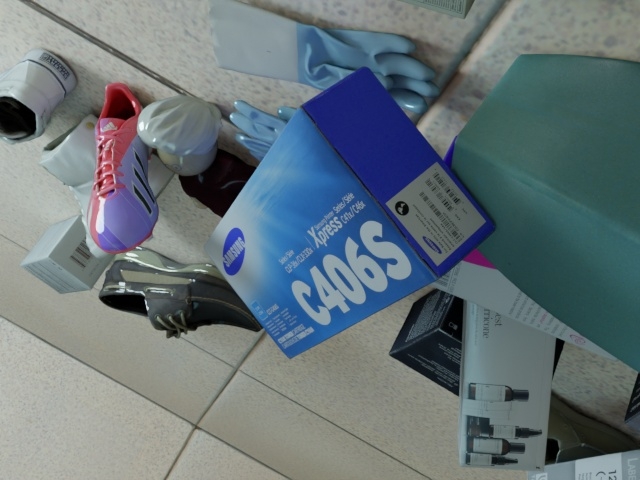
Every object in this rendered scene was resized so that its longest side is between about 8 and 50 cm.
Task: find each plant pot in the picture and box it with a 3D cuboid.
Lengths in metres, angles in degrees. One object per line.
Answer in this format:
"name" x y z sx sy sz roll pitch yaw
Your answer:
"plant pot" 0.223 -0.029 0.560 0.234 0.165 0.165 29 155 20

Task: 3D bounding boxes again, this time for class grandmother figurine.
"grandmother figurine" -0.100 -0.047 0.920 0.208 0.104 0.342 -2 144 33

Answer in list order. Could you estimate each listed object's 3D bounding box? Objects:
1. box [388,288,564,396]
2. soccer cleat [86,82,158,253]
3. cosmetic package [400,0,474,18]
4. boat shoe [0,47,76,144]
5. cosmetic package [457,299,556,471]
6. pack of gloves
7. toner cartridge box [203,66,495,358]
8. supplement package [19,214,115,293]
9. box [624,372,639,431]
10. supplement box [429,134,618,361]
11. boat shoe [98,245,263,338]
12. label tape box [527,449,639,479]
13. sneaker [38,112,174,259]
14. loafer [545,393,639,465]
"box" 0.197 0.133 0.949 0.156 0.093 0.158 32 153 -6
"soccer cleat" -0.232 -0.085 0.849 0.083 0.248 0.095 -12 132 3
"cosmetic package" 0.060 -0.207 0.530 0.115 0.041 0.060 22 154 14
"boat shoe" -0.414 -0.174 1.012 0.096 0.088 0.268 43 151 -27
"cosmetic package" 0.207 0.143 0.827 0.099 0.060 0.239 0 111 7
"pack of gloves" 0.009 -0.139 0.727 0.232 0.046 0.195 19 139 17
"toner cartridge box" 0.000 0.000 0.697 0.165 0.075 0.348 53 153 3
"supplement package" -0.487 0.031 1.436 0.105 0.105 0.179 42 152 -26
"box" 0.438 0.141 0.666 0.247 0.142 0.163 23 154 12
"supplement box" 0.203 0.007 0.695 0.220 0.114 0.111 24 153 14
"boat shoe" -0.248 0.115 1.320 0.356 0.130 0.132 12 149 32
"label tape box" 0.480 0.356 0.951 0.249 0.115 0.348 25 149 -23
"sneaker" -0.332 -0.083 1.091 0.169 0.108 0.292 37 143 -12
"loafer" 0.359 0.300 1.089 0.269 0.092 0.102 30 154 -3
